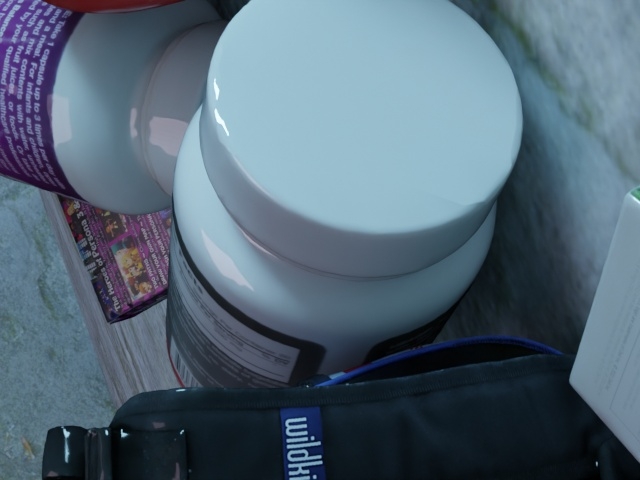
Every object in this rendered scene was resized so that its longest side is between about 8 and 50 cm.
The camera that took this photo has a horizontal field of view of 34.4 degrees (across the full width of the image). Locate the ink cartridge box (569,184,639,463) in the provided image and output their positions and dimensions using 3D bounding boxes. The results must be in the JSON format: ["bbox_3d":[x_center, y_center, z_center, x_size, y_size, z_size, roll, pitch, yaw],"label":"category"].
[{"bbox_3d":[0.173,0.075,0.320,0.209,0.062,0.109,53,156,36],"label":"ink cartridge box"}]

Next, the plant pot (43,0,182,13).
[{"bbox_3d":[-0.113,-0.230,0.568,0.191,0.191,0.174,44,153,49],"label":"plant pot"}]

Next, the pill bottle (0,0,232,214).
[{"bbox_3d":[-0.167,-0.112,0.743,0.302,0.169,0.169,18,133,30],"label":"pill bottle"}]

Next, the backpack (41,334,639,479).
[{"bbox_3d":[0.047,0.178,0.470,0.213,0.264,0.276,103,144,-67],"label":"backpack"}]

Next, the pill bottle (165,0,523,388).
[{"bbox_3d":[0.000,0.000,0.554,0.161,0.161,0.283,61,159,20],"label":"pill bottle"}]

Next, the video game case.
[{"bbox_3d":[-0.142,-0.073,0.860,0.210,0.042,0.232,-28,81,33],"label":"video game case"}]
